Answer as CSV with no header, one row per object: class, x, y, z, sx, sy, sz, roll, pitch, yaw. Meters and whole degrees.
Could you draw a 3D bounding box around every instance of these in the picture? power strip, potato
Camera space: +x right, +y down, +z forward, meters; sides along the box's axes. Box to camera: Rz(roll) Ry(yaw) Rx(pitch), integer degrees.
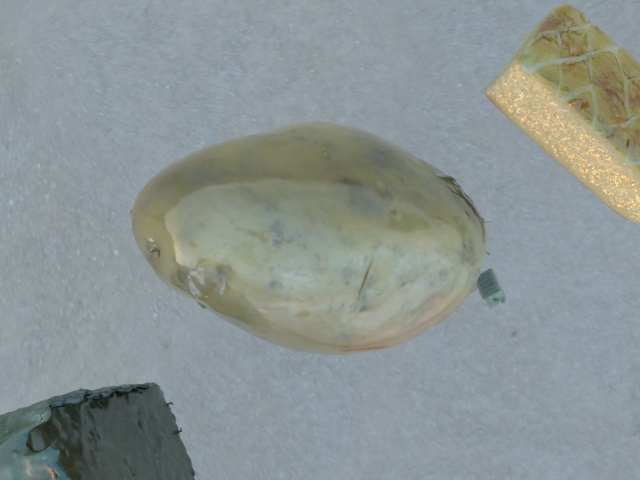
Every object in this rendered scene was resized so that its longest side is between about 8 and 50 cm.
power strip,0.203,0.058,1.042,0.027,0.083,0.017,-31,106,11
potato,0.002,0.004,0.551,0.235,0.161,0.128,-18,151,-45

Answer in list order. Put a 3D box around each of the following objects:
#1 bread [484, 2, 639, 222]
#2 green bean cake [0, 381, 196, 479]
bread,0.249,-0.116,0.779,0.188,0.068,0.125,41,51,-4
green bean cake,-0.133,0.179,0.497,0.094,0.173,0.181,-19,83,10
